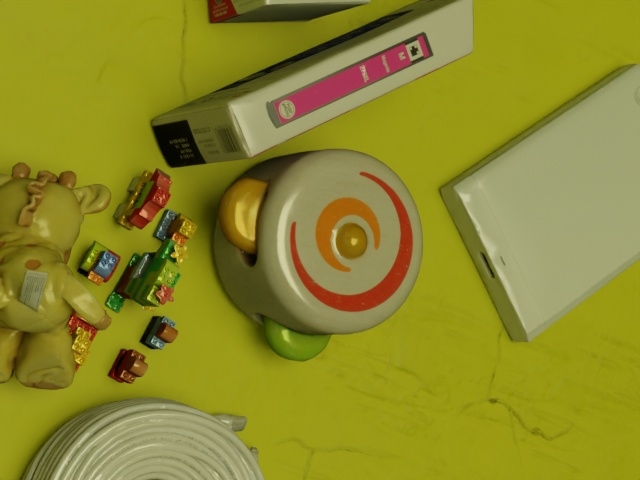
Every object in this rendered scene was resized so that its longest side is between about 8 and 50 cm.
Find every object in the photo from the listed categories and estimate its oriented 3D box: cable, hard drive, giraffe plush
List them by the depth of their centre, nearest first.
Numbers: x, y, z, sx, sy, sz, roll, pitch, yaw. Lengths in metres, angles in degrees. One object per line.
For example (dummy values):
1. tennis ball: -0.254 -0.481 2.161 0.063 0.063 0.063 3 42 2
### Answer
1. giraffe plush: -0.281 0.017 1.588 0.181 0.210 0.170 24 48 -24
2. cable: -0.172 0.283 1.669 0.257 0.089 0.257 13 82 -29
3. hard drive: 0.299 -0.047 1.978 0.307 0.040 0.203 -33 105 -26

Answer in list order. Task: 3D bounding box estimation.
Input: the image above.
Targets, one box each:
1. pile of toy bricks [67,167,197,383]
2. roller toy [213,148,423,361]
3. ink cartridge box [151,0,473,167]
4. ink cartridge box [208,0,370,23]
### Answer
1. pile of toy bricks: -0.171 0.042 1.668 0.118 0.105 0.212 33 73 -25
2. roller toy: 0.000 0.000 1.744 0.191 0.146 0.209 -37 106 -26
3. ink cartridge box: 0.022 -0.175 1.745 0.371 0.176 0.069 -30 103 -27
4. ink cartridge box: -0.040 -0.319 1.741 0.127 0.128 0.176 -5 90 -30
